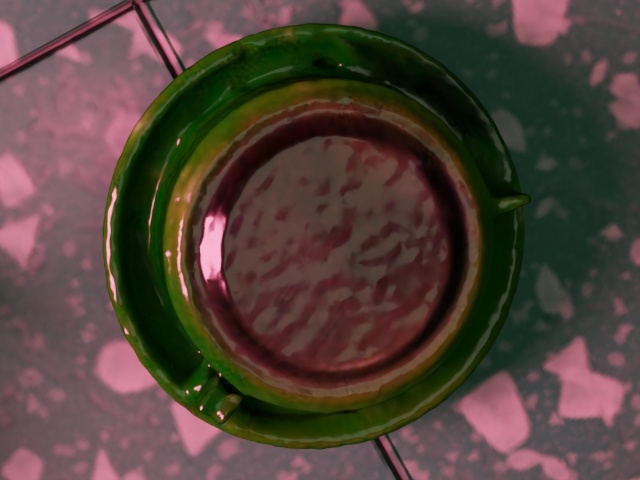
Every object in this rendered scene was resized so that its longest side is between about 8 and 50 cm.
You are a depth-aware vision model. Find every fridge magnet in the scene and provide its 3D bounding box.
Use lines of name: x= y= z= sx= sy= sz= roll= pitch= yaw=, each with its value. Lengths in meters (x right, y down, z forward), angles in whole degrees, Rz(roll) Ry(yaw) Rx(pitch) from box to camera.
fridge magnet: x=0.000 y=0.000 z=0.781 sx=0.208 sy=0.088 sz=0.208 roll=-1 pitch=97 yaw=-11
